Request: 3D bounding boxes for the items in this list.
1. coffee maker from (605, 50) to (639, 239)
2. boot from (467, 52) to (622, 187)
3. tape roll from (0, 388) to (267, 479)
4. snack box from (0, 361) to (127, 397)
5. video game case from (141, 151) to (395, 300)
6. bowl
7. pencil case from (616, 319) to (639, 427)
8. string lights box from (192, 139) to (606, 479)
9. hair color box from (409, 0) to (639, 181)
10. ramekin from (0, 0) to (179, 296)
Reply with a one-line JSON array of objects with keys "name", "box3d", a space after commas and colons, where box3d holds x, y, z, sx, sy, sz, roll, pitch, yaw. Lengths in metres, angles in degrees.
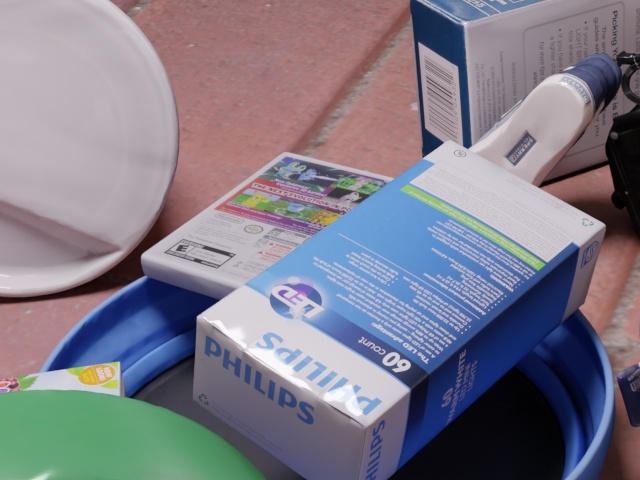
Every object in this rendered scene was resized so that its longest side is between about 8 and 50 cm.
[{"name": "coffee maker", "box3d": [0.317, -0.104, 1.263, 0.120, 0.171, 0.178, 14, 37, 25]}, {"name": "boot", "box3d": [0.173, -0.077, 1.269, 0.069, 0.190, 0.086, 51, 43, 5]}, {"name": "tape roll", "box3d": [-0.135, 0.221, 0.661, 0.321, 0.321, 0.077, -19, 34, -21]}, {"name": "snack box", "box3d": [-0.169, 0.133, 0.939, 0.100, 0.037, 0.141, -7, 31, -4]}, {"name": "video game case", "box3d": [0.000, 0.000, 1.146, 0.201, 0.023, 0.183, 15, 37, 33]}, {"name": "bowl", "box3d": [-0.001, 0.123, 1.038, 0.391, 0.077, 0.391, -4, 31, 2]}, {"name": "pencil case", "box3d": [0.395, 0.038, 1.016, 0.410, 0.184, 0.160, -21, 40, -27]}, {"name": "string lights box", "box3d": [0.054, 0.043, 0.985, 0.133, 0.077, 0.259, 32, 46, 27]}, {"name": "hair color box", "box3d": [0.258, -0.174, 1.388, 0.347, 0.174, 0.105, -17, 31, -19]}, {"name": "ramekin", "box3d": [-0.249, -0.098, 1.283, 0.272, 0.273, 0.127, -6, 19, 0]}]
